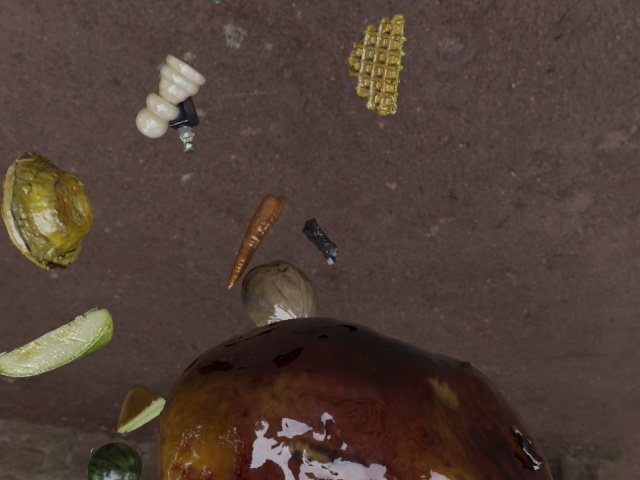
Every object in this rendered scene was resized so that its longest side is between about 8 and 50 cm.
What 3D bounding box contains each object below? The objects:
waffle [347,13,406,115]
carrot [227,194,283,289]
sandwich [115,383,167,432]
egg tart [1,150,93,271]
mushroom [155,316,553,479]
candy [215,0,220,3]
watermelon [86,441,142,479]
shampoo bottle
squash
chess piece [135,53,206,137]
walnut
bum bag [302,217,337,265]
[{"bbox_3d":[0.136,-0.365,1.292,0.161,0.046,0.191,-21,95,35],"label":"waffle"},{"bbox_3d":[-0.133,0.001,1.203,0.048,0.216,0.048,24,164,8],"label":"carrot"},{"bbox_3d":[-0.205,0.188,0.707,0.083,0.044,0.031,-34,138,22],"label":"sandwich"},{"bbox_3d":[-0.632,-0.074,1.456,0.116,0.294,0.294,-12,143,6],"label":"egg tart"},{"bbox_3d":[0.029,0.216,0.499,0.346,0.345,0.259,22,145,-18],"label":"mushroom"},{"bbox_3d":[-0.041,-0.584,1.138,0.119,0.440,0.119,41,164,14],"label":"candy"},{"bbox_3d":[-0.388,0.427,1.140,0.109,0.108,0.109,7,147,5],"label":"watermelon"},{"bbox_3d":[-0.316,-0.296,1.372,0.057,0.207,0.063,-17,175,12],"label":"shampoo bottle"},{"bbox_3d":[-0.637,0.259,1.460,0.252,0.093,0.169,-22,172,-44],"label":"squash"},{"bbox_3d":[-0.315,-0.288,1.263,0.094,0.170,0.094,32,-174,-3],"label":"chess piece"},{"bbox_3d":[-0.076,0.108,1.146,0.140,0.140,0.162,38,170,-35],"label":"walnut"},{"bbox_3d":[0.001,0.000,1.436,0.124,0.034,0.058,50,135,18],"label":"bum bag"}]
